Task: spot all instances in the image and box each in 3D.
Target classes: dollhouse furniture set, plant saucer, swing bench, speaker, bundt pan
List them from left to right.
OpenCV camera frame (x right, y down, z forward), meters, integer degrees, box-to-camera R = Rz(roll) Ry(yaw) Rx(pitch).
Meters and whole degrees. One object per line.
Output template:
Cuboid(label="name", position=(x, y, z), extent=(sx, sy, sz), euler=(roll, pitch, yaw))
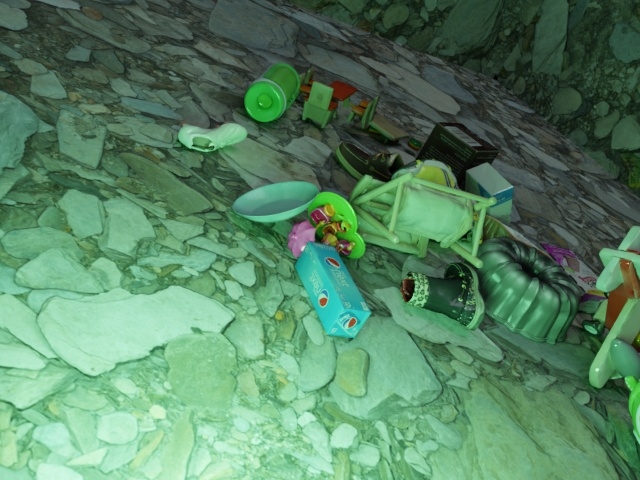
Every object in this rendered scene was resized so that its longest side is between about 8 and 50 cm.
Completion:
Cuboid(label="speaker", position=(-0.142, -0.452, 2.147), extent=(0.131, 0.131, 0.296), euler=(27, 27, -4))
Cuboid(label="plant saucer", position=(-0.096, -0.078, 1.572), extent=(0.195, 0.037, 0.195), euler=(-9, 24, 4))
Cuboid(label="dollhouse furniture set", position=(0.042, -0.472, 2.303), extent=(0.262, 0.135, 0.259), euler=(25, 33, 11))
Cuboid(label="swing bench", position=(0.220, -0.052, 1.652), extent=(0.253, 0.165, 0.255), euler=(14, -2, -27))
Cuboid(label="bundt pan", position=(0.521, 0.107, 1.817), extent=(0.331, 0.124, 0.331), euler=(23, 27, -12))

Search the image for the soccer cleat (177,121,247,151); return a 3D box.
Cuboid(label="soccer cleat", position=(-0.260, -0.251, 1.758), extent=(0.196, 0.068, 0.076), euler=(-7, 49, -39))

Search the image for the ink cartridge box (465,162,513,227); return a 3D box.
Cuboid(label="ink cartridge box", position=(0.497, -0.099, 2.115), extent=(0.078, 0.231, 0.134), euler=(-23, 47, -13))

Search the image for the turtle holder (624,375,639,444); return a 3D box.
Cuboid(label="turtle holder", position=(0.786, 0.411, 1.471), extent=(0.320, 0.243, 0.227), euler=(59, 28, -34))

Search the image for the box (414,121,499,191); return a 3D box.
Cuboid(label="box", position=(0.415, -0.244, 2.232), extent=(0.168, 0.203, 0.167), euler=(43, 30, 25))

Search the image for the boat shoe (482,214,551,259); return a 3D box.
Cuboid(label="boat shoe", position=(0.532, 0.013, 2.031), extent=(0.277, 0.098, 0.096), euler=(36, 14, 16))

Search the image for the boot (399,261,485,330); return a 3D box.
Cuboid(label="boot", position=(0.272, 0.100, 1.634), extent=(0.179, 0.085, 0.236), euler=(19, 27, -12))

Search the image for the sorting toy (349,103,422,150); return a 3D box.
Cuboid(label="sorting toy", position=(0.213, -0.382, 2.452), extent=(0.274, 0.046, 0.132), euler=(39, 29, 19))

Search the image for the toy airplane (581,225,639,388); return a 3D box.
Cuboid(label="toy airplane", position=(0.794, 0.152, 1.709), extent=(0.272, 0.386, 0.384), euler=(30, 25, 31))

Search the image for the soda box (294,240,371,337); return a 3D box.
Cuboid(label="soda box", position=(0.020, 0.094, 1.413), extent=(0.067, 0.071, 0.210), euler=(12, 31, -31))

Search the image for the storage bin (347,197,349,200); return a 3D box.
Cuboid(label="storage bin", position=(0.133, -0.090, 1.821), extent=(0.135, 0.091, 0.098), euler=(3, 36, -39))

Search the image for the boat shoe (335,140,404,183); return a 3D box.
Cuboid(label="boat shoe", position=(0.193, -0.201, 2.032), extent=(0.342, 0.123, 0.123), euler=(42, 30, 24))

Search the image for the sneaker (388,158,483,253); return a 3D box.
Cuboid(label="sneaker", position=(0.324, -0.085, 1.857), extent=(0.385, 0.145, 0.147), euler=(27, 39, -41))

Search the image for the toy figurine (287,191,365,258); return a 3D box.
Cuboid(label="toy figurine", position=(0.000, 0.000, 1.553), extent=(0.173, 0.130, 0.159), euler=(54, 43, -3))

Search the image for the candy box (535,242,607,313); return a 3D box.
Cuboid(label="candy box", position=(0.732, 0.111, 2.067), extent=(0.159, 0.071, 0.233), euler=(11, 32, -33))
